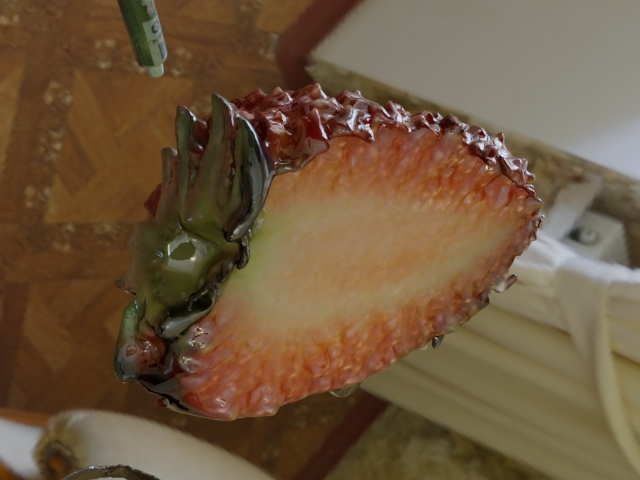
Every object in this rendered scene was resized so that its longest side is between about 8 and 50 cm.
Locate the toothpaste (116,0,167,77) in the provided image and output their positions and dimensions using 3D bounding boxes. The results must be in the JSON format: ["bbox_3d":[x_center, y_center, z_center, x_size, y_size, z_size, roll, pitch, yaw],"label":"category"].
[{"bbox_3d":[-0.170,-0.218,1.219,0.204,0.031,0.049,82,31,-58],"label":"toothpaste"}]

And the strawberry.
[{"bbox_3d":[0.000,0.000,0.871,0.306,0.137,0.233,1,121,-46],"label":"strawberry"}]

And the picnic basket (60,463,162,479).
[{"bbox_3d":[-0.168,0.241,0.998,0.178,0.128,0.138,-49,171,-46],"label":"picnic basket"}]
